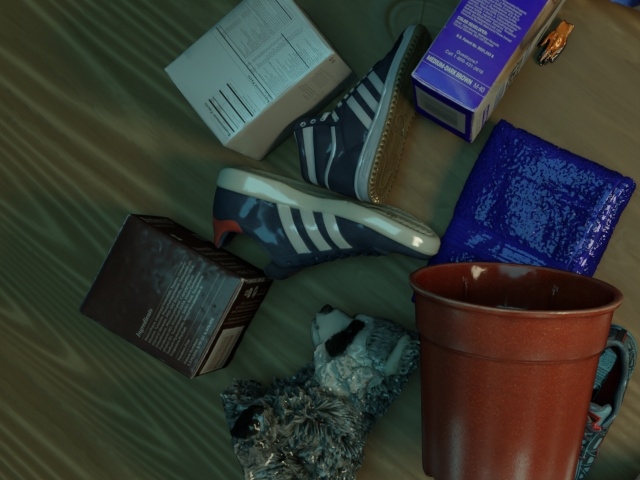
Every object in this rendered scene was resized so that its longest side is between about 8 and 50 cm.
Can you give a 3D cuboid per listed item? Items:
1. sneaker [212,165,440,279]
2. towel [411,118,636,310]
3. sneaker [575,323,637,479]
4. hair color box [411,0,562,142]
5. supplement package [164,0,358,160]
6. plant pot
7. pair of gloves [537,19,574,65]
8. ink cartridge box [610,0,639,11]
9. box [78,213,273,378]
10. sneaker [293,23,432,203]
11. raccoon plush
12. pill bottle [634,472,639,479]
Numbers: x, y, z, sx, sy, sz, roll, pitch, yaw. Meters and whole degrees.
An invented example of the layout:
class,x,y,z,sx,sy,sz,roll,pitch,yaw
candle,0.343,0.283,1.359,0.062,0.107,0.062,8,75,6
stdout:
class,x,y,z,sx,sy,sz,roll,pitch,yaw
sneaker,0.000,0.000,1.602,0.350,0.131,0.148,17,99,18
towel,0.290,0.005,1.556,0.228,0.076,0.308,26,94,11
sneaker,0.359,0.237,1.508,0.104,0.125,0.261,21,93,12
hair color box,0.261,-0.316,1.495,0.110,0.185,0.338,32,87,10
supplement package,-0.081,-0.245,1.583,0.203,0.194,0.149,-39,80,8
plant pot,0.243,0.185,1.415,0.273,0.272,0.265,5,102,12
pair of gloves,0.323,-0.303,1.592,0.083,0.010,0.074,36,97,14
ink cartridge box,0.557,-0.430,1.457,0.307,0.072,0.303,22,95,10
box,-0.211,0.080,1.613,0.203,0.168,0.167,29,96,11
sneaker,0.060,-0.198,1.601,0.153,0.099,0.282,12,76,31
raccoon plush,0.051,0.315,1.580,0.299,0.216,0.446,-20,108,-1
pill bottle,0.528,0.389,1.437,0.334,0.188,0.187,-7,87,12
